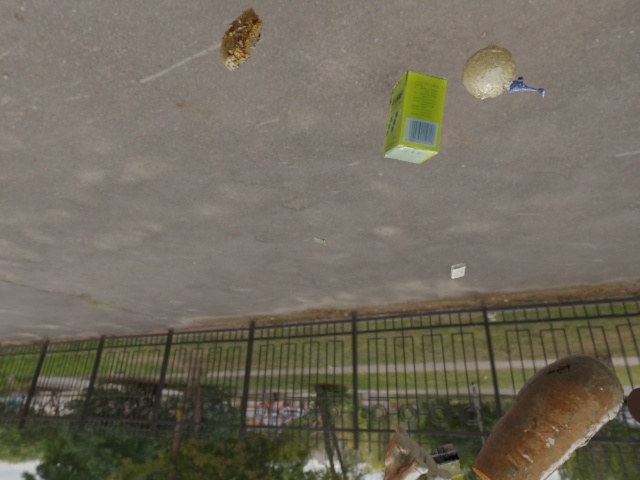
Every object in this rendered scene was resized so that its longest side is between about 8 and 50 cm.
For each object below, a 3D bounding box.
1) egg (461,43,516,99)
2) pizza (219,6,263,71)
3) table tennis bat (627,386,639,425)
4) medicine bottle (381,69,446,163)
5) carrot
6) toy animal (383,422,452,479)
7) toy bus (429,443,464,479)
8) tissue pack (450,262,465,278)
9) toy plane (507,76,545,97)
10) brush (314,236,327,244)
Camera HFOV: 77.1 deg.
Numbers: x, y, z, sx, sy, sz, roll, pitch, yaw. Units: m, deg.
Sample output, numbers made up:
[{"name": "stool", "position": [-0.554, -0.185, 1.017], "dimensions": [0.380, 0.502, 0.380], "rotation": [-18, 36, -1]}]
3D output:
[{"name": "egg", "position": [0.408, -0.410, 0.980], "dimensions": [0.116, 0.140, 0.118], "rotation": [37, 95, -36]}, {"name": "pizza", "position": [-0.241, -0.604, 1.189], "dimensions": [0.128, 0.246, 0.058], "rotation": [14, 161, 27]}, {"name": "table tennis bat", "position": [0.967, 0.493, 1.056], "dimensions": [0.274, 0.154, 0.021], "rotation": [28, 141, 33]}, {"name": "medicine bottle", "position": [0.297, -0.385, 1.273], "dimensions": [0.141, 0.249, 0.137], "rotation": [10, 175, -7]}, {"name": "carrot", "position": [0.410, 0.333, 0.733], "dimensions": [0.302, 0.139, 0.138], "rotation": [-40, 157, -12]}, {"name": "toy animal", "position": [0.138, 0.472, 0.776], "dimensions": [0.104, 0.184, 0.184], "rotation": [28, 178, -9]}, {"name": "toy bus", "position": [0.288, 0.630, 1.018], "dimensions": [0.144, 0.178, 0.305], "rotation": [-15, 150, 1]}, {"name": "tissue pack", "position": [0.579, 0.128, 1.695], "dimensions": [0.056, 0.023, 0.108], "rotation": [-15, 152, 7]}, {"name": "toy plane", "position": [0.782, -0.589, 1.553], "dimensions": [0.167, 0.062, 0.054], "rotation": [27, 162, 32]}, {"name": "brush", "position": [0.000, 0.000, 1.333], "dimensions": [0.013, 0.016, 0.084], "rotation": [-14, -166, -24]}]
